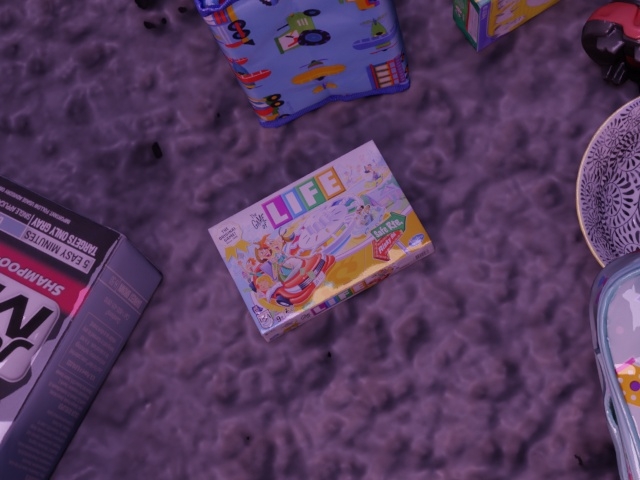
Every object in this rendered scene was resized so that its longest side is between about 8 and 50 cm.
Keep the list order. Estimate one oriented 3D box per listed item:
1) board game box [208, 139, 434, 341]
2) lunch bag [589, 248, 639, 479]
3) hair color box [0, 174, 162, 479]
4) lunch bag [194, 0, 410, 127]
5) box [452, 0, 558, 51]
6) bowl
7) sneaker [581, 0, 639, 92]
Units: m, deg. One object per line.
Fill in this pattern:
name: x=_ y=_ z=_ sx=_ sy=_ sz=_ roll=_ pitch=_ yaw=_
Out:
board game box: x=0.000 y=0.000 z=1.088 sx=0.154 sy=0.026 sz=0.103 roll=-29 pitch=69 yaw=0
lunch bag: x=0.301 y=0.126 z=0.905 sx=0.224 sy=0.108 sz=0.279 roll=-15 pitch=92 yaw=3
hair color box: x=-0.304 y=0.135 z=1.055 sx=0.185 sy=0.113 sz=0.374 roll=25 pitch=79 yaw=17
lunch bag: x=-0.035 y=-0.275 z=1.083 sx=0.138 sy=0.221 sz=0.293 roll=-15 pitch=70 yaw=5
box: x=0.192 y=-0.229 z=1.087 sx=0.179 sy=0.105 sz=0.043 roll=-34 pitch=77 yaw=-2
bowl: x=0.277 y=-0.026 z=1.013 sx=0.170 sy=0.080 sz=0.170 roll=-2 pitch=78 yaw=9
sneaker: x=0.349 y=-0.154 z=1.036 sx=0.276 sy=0.097 sz=0.135 roll=24 pitch=80 yaw=19
